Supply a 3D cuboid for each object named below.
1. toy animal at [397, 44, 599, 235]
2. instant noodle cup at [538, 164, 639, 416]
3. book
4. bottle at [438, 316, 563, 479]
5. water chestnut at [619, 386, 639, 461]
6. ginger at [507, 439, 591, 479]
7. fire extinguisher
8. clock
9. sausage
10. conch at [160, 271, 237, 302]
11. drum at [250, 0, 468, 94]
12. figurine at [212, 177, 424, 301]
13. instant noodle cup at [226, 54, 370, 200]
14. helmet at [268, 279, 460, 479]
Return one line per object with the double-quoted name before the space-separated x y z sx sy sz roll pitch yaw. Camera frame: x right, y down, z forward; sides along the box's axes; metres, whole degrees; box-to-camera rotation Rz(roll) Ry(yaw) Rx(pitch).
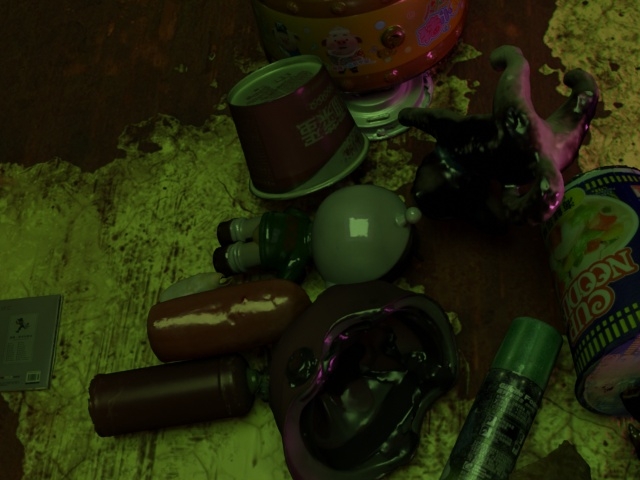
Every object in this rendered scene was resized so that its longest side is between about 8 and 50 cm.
"toy animal" 0.260 -0.121 1.433 0.194 0.344 0.302 24 57 -27
"instant noodle cup" 0.468 0.063 1.336 0.284 0.284 0.312 -14 52 3
"book" -0.532 0.183 1.591 0.127 0.014 0.181 -6 61 8
"bottle" 0.269 0.274 1.340 0.093 0.093 0.330 21 68 21
"water chestnut" 0.547 0.284 1.181 0.244 0.289 0.289 -4 61 -3
"ginger" 0.360 0.421 1.221 0.219 0.123 0.270 -26 57 -28
"fire extinguisher" -0.199 0.231 1.459 0.337 0.106 0.147 -10 36 5
"clock" 0.098 -0.298 1.708 0.236 0.053 0.236 -5 62 9
"sausage" -0.139 0.125 1.419 0.259 0.113 0.113 -11 60 1
"conch" -0.204 0.091 1.513 0.176 0.104 0.094 -49 29 31
"drum" 0.064 -0.494 1.690 0.431 0.214 0.431 -7 50 8
"figurine" 0.000 0.000 1.505 0.370 0.167 0.281 -4 58 18
"instant noodle cup" -0.049 -0.204 1.562 0.235 0.178 0.234 -17 31 11
"helmet" 0.037 0.204 1.346 0.338 0.271 0.197 -53 37 -7
